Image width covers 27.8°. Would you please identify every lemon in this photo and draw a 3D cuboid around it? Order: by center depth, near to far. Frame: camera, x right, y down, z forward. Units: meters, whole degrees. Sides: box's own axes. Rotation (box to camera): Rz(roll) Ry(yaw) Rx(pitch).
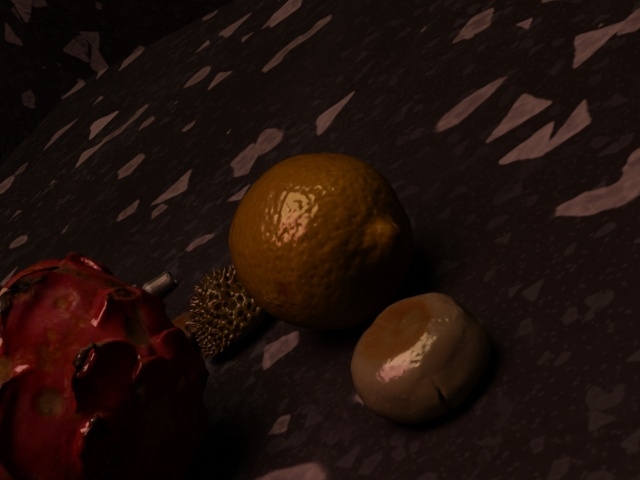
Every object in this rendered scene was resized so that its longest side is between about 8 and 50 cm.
[{"bbox_3d":[0.003,0.001,1.640,0.228,0.228,0.253,-44,23,-12],"label":"lemon"}]

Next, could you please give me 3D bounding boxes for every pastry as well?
[{"bbox_3d":[0.108,0.128,1.404,0.156,0.092,0.156,-32,30,21],"label":"pastry"}]

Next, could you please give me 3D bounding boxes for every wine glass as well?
[{"bbox_3d":[-0.284,0.084,2.187,0.083,0.042,0.039,-35,51,5],"label":"wine glass"}]

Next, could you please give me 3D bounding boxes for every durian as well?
[{"bbox_3d":[-0.128,0.074,1.880,0.146,0.102,0.208,-35,17,19],"label":"durian"}]

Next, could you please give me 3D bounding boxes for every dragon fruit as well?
[{"bbox_3d":[-0.270,0.218,1.548,0.249,0.371,0.386,12,85,24],"label":"dragon fruit"}]

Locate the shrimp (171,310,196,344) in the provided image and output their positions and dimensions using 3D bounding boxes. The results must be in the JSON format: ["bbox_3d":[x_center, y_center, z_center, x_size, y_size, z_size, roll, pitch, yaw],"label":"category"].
[{"bbox_3d":[-0.291,0.196,1.961,0.294,0.062,0.154,-33,11,5],"label":"shrimp"}]
